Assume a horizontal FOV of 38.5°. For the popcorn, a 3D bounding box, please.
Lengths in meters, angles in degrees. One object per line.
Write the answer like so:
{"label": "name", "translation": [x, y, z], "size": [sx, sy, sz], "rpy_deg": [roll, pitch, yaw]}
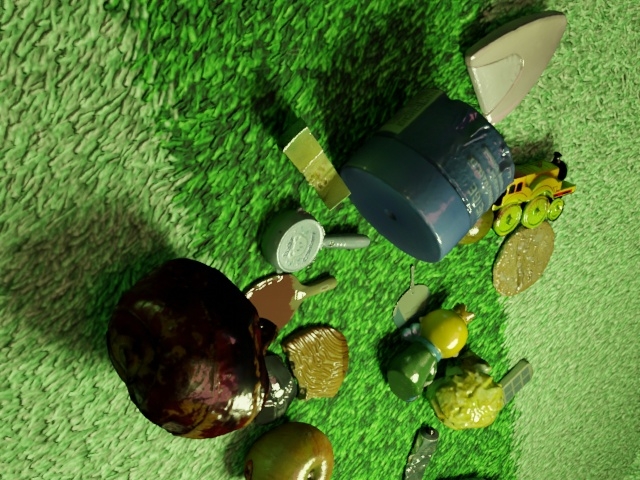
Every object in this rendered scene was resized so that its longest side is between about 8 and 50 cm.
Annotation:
{"label": "popcorn", "translation": [0.353, 0.360, 2.227], "size": [0.198, 0.198, 0.212], "rpy_deg": [44, 56, -50]}

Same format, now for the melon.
{"label": "melon", "translation": [-0.011, -0.127, 1.552], "size": [0.064, 0.118, 0.209], "rpy_deg": [-38, 127, 0]}

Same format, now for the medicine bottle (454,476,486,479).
{"label": "medicine bottle", "translation": [0.431, 0.727, 2.590], "size": [0.352, 0.110, 0.110], "rpy_deg": [8, 110, -47]}

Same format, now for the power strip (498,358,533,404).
{"label": "power strip", "translation": [0.504, 0.414, 2.509], "size": [0.227, 0.029, 0.080], "rpy_deg": [-40, 138, -18]}

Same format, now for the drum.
{"label": "drum", "translation": [-0.010, 0.018, 1.701], "size": [0.253, 0.049, 0.130], "rpy_deg": [22, 99, -50]}

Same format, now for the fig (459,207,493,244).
{"label": "fig", "translation": [0.240, -0.049, 1.888], "size": [0.236, 0.124, 0.124], "rpy_deg": [-2, 120, -18]}

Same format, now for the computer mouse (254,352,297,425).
{"label": "computer mouse", "translation": [-0.095, 0.299, 1.801], "size": [0.106, 0.062, 0.192], "rpy_deg": [-33, 134, -25]}

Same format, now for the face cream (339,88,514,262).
{"label": "face cream", "translation": [0.196, -0.120, 1.656], "size": [0.225, 0.249, 0.249], "rpy_deg": [-47, 140, -13]}

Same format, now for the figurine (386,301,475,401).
{"label": "figurine", "translation": [0.252, 0.250, 2.082], "size": [0.234, 0.127, 0.185], "rpy_deg": [-51, 154, -25]}

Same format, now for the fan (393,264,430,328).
{"label": "fan", "translation": [0.202, 0.122, 2.021], "size": [0.113, 0.005, 0.175], "rpy_deg": [-29, 135, -28]}

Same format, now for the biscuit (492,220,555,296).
{"label": "biscuit", "translation": [0.499, 0.045, 2.247], "size": [0.220, 0.033, 0.219], "rpy_deg": [-23, 130, -31]}

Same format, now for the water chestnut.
{"label": "water chestnut", "translation": [-0.197, 0.171, 1.451], "size": [0.244, 0.289, 0.289], "rpy_deg": [-36, 138, -4]}

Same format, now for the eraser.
{"label": "eraser", "translation": [0.392, -0.374, 1.827], "size": [0.243, 0.059, 0.204], "rpy_deg": [-42, 139, -10]}

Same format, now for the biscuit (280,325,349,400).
{"label": "biscuit", "translation": [-0.013, 0.256, 1.878], "size": [0.229, 0.031, 0.176], "rpy_deg": [20, 99, -50]}

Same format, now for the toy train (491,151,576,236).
{"label": "toy train", "translation": [0.456, -0.109, 2.043], "size": [0.296, 0.100, 0.160], "rpy_deg": [-15, 124, -39]}

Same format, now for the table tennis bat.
{"label": "table tennis bat", "translation": [-0.065, 0.111, 1.735], "size": [0.234, 0.022, 0.131], "rpy_deg": [-20, 128, -34]}

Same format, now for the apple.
{"label": "apple", "translation": [-0.067, 0.458, 1.874], "size": [0.182, 0.155, 0.182], "rpy_deg": [-15, 112, -42]}

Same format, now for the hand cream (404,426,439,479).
{"label": "hand cream", "translation": [0.259, 0.578, 2.358], "size": [0.075, 0.052, 0.247], "rpy_deg": [-13, 125, -38]}
